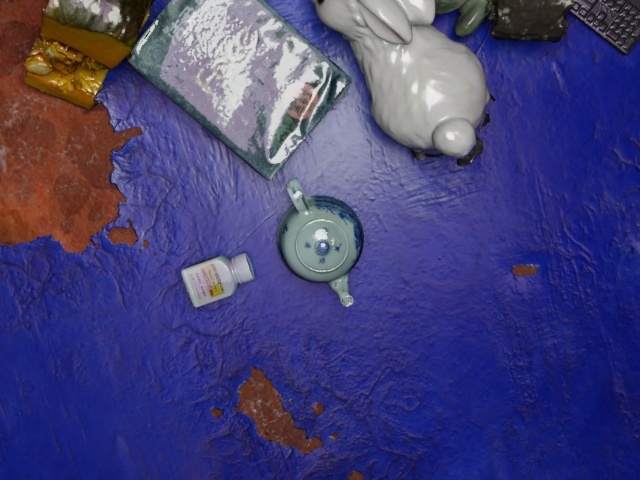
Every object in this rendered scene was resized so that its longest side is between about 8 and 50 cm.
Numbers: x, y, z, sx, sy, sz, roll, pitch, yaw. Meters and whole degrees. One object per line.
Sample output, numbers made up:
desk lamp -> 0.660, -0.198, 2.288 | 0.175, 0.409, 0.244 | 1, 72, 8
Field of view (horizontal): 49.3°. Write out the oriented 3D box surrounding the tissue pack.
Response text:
tissue pack -> -0.134, -0.286, 1.186 | 0.315, 0.103, 0.228 | 40, 93, -6

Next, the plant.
plant -> 0.288, -0.414, 1.167 | 0.274, 0.146, 0.149 | 10, 121, 9

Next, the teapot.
teapot -> 0.000, 0.000, 1.200 | 0.158, 0.159, 0.232 | -26, 97, 1

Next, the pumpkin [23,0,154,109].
pumpkin -> -0.372, -0.315, 1.097 | 0.139, 0.190, 0.281 | 22, 114, -24

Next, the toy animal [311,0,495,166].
toy animal -> 0.125, -0.301, 1.107 | 0.194, 0.258, 0.357 | -41, 116, 1

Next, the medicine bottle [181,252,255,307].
medicine bottle -> -0.181, 0.065, 1.247 | 0.117, 0.055, 0.074 | -18, 95, 0

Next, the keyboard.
keyboard -> 0.451, -0.459, 1.228 | 0.309, 0.018, 0.101 | 36, 95, -5
